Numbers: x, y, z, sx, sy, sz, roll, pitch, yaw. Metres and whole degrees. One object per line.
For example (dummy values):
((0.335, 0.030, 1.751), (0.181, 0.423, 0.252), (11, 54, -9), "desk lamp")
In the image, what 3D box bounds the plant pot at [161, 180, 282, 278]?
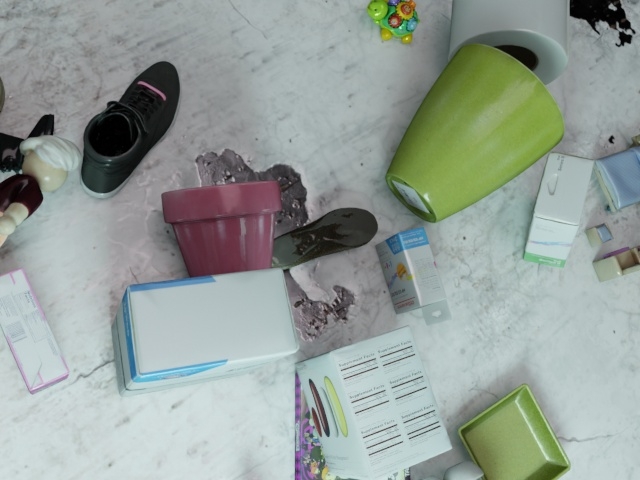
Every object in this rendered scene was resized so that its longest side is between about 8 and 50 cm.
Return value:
((-0.160, -0.004, 1.220), (0.201, 0.201, 0.180), (-8, 94, -23), "plant pot")

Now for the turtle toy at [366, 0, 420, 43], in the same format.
((0.157, -0.482, 1.527), (0.130, 0.066, 0.095), (3, 74, -20), "turtle toy")

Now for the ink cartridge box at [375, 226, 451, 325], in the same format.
((0.176, 0.077, 1.360), (0.062, 0.104, 0.181), (-13, 80, -23), "ink cartridge box")

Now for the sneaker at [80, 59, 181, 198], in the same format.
((-0.315, -0.218, 1.233), (0.105, 0.147, 0.295), (29, 66, -9), "sneaker")

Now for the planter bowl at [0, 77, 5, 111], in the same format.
((-0.603, -0.262, 1.157), (0.162, 0.109, 0.162), (5, 75, -20), "planter bowl")

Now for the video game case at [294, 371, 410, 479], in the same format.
((0.058, 0.353, 1.275), (0.210, 0.042, 0.232), (5, 74, -18), "video game case")

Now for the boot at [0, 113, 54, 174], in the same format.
((-0.508, -0.167, 1.204), (0.099, 0.045, 0.121), (10, 73, -15), "boot")

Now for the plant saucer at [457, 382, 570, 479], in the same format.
((0.366, 0.402, 1.376), (0.188, 0.045, 0.188), (-26, 86, -24), "plant saucer")

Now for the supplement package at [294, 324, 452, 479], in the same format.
((0.079, 0.268, 1.175), (0.149, 0.194, 0.203), (-15, 80, -23), "supplement package")

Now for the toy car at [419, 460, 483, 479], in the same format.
((0.228, 0.488, 1.252), (0.182, 0.136, 0.159), (-13, 70, -27), "toy car")

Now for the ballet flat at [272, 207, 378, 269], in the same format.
((0.000, 0.000, 1.349), (0.250, 0.058, 0.084), (-22, 79, -30), "ballet flat")

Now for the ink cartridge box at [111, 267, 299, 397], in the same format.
((-0.192, 0.148, 1.092), (0.223, 0.307, 0.129), (-7, 76, -22), "ink cartridge box")

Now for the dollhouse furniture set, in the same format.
((0.725, -0.105, 1.568), (0.286, 0.198, 0.303), (-16, 81, -24), "dollhouse furniture set")

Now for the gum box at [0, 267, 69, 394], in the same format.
((-0.456, 0.138, 1.103), (0.062, 0.107, 0.188), (-23, 85, -25), "gum box")

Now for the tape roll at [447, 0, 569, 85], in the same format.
((0.397, -0.445, 1.512), (0.246, 0.246, 0.169), (13, 71, -17), "tape roll")

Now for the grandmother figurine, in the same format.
((-0.498, -0.033, 1.095), (0.342, 0.208, 0.104), (-56, 138, -27), "grandmother figurine")

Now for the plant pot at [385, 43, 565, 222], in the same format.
((0.276, -0.183, 1.408), (0.275, 0.275, 0.293), (44, 82, -5), "plant pot")

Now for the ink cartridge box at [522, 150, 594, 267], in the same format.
((0.479, -0.059, 1.446), (0.093, 0.212, 0.154), (13, 68, 17), "ink cartridge box")
